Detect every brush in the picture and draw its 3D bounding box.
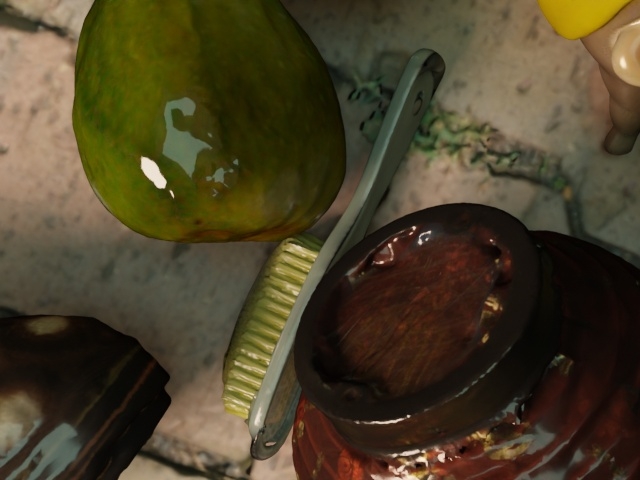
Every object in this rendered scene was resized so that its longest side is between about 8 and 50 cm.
[{"bbox_3d":[0.000,0.000,0.562,0.060,0.068,0.296,23,85,22],"label":"brush"}]

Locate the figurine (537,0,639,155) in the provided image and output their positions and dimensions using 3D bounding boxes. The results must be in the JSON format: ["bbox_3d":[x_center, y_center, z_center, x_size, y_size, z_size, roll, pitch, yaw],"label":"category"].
[{"bbox_3d":[0.255,-0.116,0.503,0.215,0.187,0.343,-18,95,-10],"label":"figurine"}]

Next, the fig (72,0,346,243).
[{"bbox_3d":[-0.082,-0.092,0.513,0.167,0.167,0.233,-33,66,-1],"label":"fig"}]

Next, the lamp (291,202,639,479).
[{"bbox_3d":[0.099,0.100,0.479,0.247,0.247,0.246,0,89,0],"label":"lamp"}]

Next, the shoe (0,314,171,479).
[{"bbox_3d":[-0.293,0.124,0.497,0.384,0.171,0.237,-34,94,7],"label":"shoe"}]
